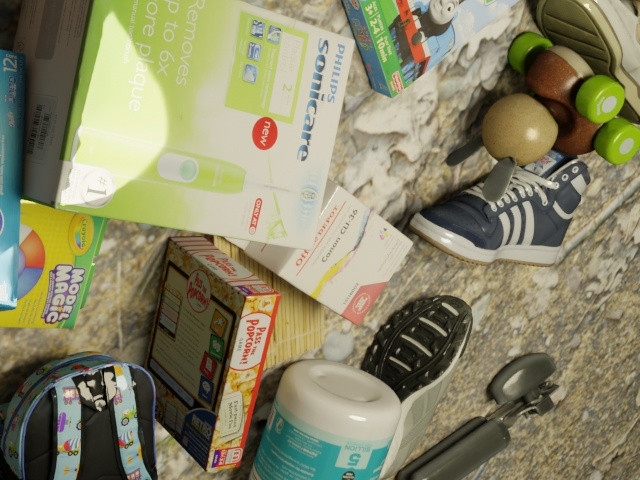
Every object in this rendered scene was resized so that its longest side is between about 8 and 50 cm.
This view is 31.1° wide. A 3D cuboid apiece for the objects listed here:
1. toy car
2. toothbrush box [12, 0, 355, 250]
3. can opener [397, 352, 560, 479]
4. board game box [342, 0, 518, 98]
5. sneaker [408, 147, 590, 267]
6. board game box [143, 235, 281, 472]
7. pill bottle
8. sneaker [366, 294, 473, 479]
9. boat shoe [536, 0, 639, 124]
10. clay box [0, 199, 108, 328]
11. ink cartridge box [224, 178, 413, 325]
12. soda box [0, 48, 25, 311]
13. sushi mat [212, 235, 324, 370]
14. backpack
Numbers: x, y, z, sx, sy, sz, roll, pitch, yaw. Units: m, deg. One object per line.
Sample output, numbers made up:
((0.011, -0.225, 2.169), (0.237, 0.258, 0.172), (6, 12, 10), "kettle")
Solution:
((0.245, -0.123, 1.346), (0.188, 0.155, 0.149), (-40, 134, -3), "toy car")
((-0.125, -0.115, 1.021), (0.283, 0.122, 0.206), (11, 92, -45), "toothbrush box")
((0.220, 0.259, 1.602), (0.280, 0.074, 0.093), (-35, 97, -23), "can opener")
((0.121, -0.276, 1.226), (0.211, 0.039, 0.160), (-40, 133, -18), "board game box")
((0.225, -0.054, 1.394), (0.282, 0.099, 0.153), (5, 115, -49), "sneaker")
((-0.118, 0.112, 1.164), (0.045, 0.147, 0.193), (-2, 115, -39), "board game box")
((-0.010, 0.284, 1.353), (0.146, 0.146, 0.264), (3, 111, -41), "pill bottle")
((0.107, 0.187, 1.446), (0.108, 0.100, 0.271), (16, 106, -59), "sneaker")
((0.352, -0.253, 1.392), (0.103, 0.113, 0.302), (-56, 146, -2), "boat shoe")
((-0.285, 0.012, 1.031), (0.222, 0.053, 0.127), (5, 108, -41), "clay box")
((0.000, 0.000, 1.230), (0.198, 0.067, 0.115), (34, 89, -47), "ink cartridge box")
((-0.285, -0.048, 0.922), (0.067, 0.071, 0.210), (8, 79, -42), "soda box")
((-0.054, 0.009, 1.250), (0.151, 0.019, 0.316), (-21, 126, -32), "sushi mat")
((-0.240, 0.183, 1.120), (0.158, 0.117, 0.173), (-14, 123, -34), "backpack")
